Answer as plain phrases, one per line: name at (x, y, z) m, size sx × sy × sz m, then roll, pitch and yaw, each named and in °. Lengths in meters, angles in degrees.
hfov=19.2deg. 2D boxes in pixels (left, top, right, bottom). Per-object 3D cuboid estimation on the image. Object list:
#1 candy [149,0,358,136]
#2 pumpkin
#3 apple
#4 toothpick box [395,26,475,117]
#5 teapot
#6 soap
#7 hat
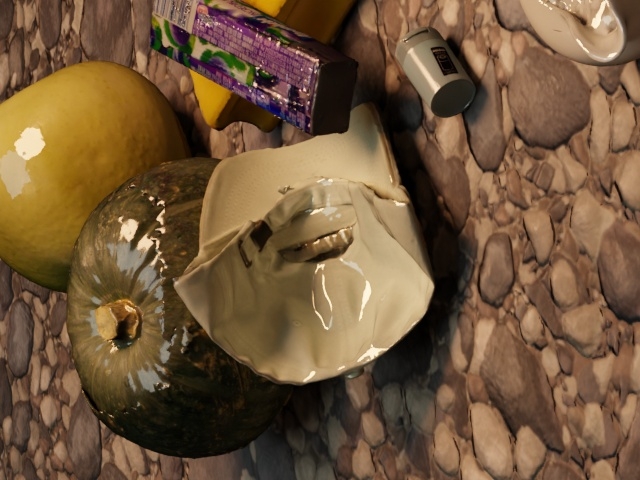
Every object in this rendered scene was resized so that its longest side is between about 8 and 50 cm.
candy at (-0.077, -0.201, 2.021) m, size 0.312 × 0.061 × 0.088 m, roll 33°, pitch 121°, yaw 43°
pumpkin at (-0.145, 0.078, 2.130) m, size 0.291 × 0.257 × 0.328 m, roll -39°, pitch 64°, yaw 38°
apple at (-0.297, -0.076, 2.359) m, size 0.254 × 0.292 × 0.292 m, roll 60°, pitch 143°, yaw 12°
toothpick box at (0.113, -0.167, 1.873) m, size 0.083 × 0.052 × 0.052 m, roll 60°, pitch 139°, yaw 38°
teapot at (0.226, -0.256, 1.592) m, size 0.298 × 0.139 × 0.204 m, roll 60°, pitch 142°, yaw 39°
soap at (-0.058, -0.292, 2.125) m, size 0.324 × 0.096 × 0.204 m, roll -56°, pitch 45°, yaw 44°
hat at (-0.002, -0.002, 1.986) m, size 0.301 × 0.257 × 0.168 m, roll -91°, pitch -22°, yaw -49°
